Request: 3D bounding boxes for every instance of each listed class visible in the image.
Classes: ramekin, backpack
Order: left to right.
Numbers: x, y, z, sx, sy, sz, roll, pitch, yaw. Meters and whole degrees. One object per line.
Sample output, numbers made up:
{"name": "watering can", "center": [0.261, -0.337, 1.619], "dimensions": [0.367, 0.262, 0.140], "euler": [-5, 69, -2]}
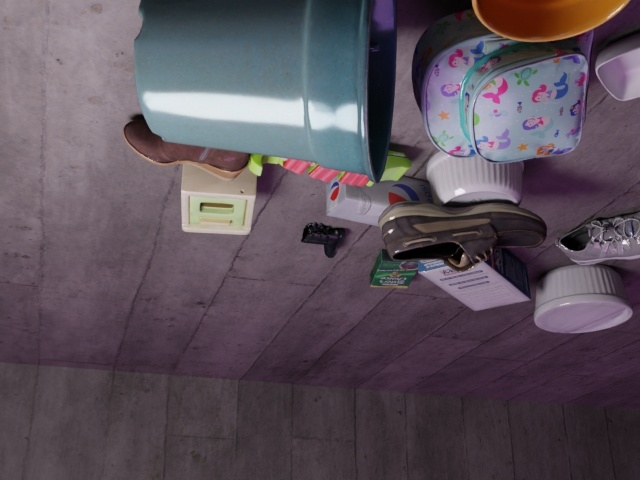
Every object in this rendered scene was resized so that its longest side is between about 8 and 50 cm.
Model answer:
{"name": "ramekin", "center": [0.332, -0.114, 1.782], "dimensions": [0.207, 0.109, 0.207], "euler": [-1, 156, 0]}
{"name": "backpack", "center": [0.265, -0.228, 1.234], "dimensions": [0.254, 0.191, 0.225], "euler": [-5, 133, 3]}
{"name": "ramekin", "center": [0.737, 0.163, 2.376], "dimensions": [0.273, 0.127, 0.273], "euler": [0, 155, 0]}

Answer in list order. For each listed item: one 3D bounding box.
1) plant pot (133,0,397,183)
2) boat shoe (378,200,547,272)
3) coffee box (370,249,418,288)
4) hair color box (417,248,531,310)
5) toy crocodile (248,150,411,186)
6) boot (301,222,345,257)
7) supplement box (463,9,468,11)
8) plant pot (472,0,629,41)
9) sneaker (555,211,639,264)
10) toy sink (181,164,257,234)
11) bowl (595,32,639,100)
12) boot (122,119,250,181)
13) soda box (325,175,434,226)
{"name": "plant pot", "center": [-0.071, -0.264, 1.226], "dimensions": [0.334, 0.341, 0.341], "euler": [5, 157, 10]}
{"name": "boat shoe", "center": [0.297, 0.003, 1.750], "dimensions": [0.356, 0.130, 0.132], "euler": [1, 156, -4]}
{"name": "coffee box", "center": [0.203, 0.080, 2.289], "dimensions": [0.113, 0.040, 0.184], "euler": [3, 155, -7]}
{"name": "hair color box", "center": [0.409, 0.077, 2.208], "dimensions": [0.174, 0.105, 0.347], "euler": [-15, 152, 29]}
{"name": "toy crocodile", "center": [0.019, -0.162, 1.676], "dimensions": [0.341, 0.105, 0.115], "euler": [10, 154, -22]}
{"name": "boot", "center": [0.000, 0.001, 2.108], "dimensions": [0.099, 0.045, 0.121], "euler": [5, 148, -17]}
{"name": "supplement box", "center": [0.311, -0.300, 1.376], "dimensions": [0.188, 0.104, 0.081], "euler": [6, 155, -12]}
{"name": "plant pot", "center": [0.289, -0.393, 1.072], "dimensions": [0.205, 0.187, 0.205], "euler": [-1, 155, 0]}
{"name": "sneaker", "center": [0.701, -0.005, 2.030], "dimensions": [0.115, 0.105, 0.281], "euler": [17, 151, -34]}
{"name": "toy sink", "center": [-0.218, -0.094, 1.791], "dimensions": [0.153, 0.131, 0.234], "euler": [4, 156, -8]}
{"name": "bowl", "center": [0.549, -0.306, 1.428], "dimensions": [0.142, 0.053, 0.142], "euler": [-18, 151, 33]}
{"name": "boot", "center": [-0.244, -0.208, 1.559], "dimensions": [0.249, 0.090, 0.207], "euler": [20, 153, -5]}
{"name": "soda box", "center": [0.158, -0.086, 1.862], "dimensions": [0.286, 0.091, 0.098], "euler": [11, 153, -24]}
